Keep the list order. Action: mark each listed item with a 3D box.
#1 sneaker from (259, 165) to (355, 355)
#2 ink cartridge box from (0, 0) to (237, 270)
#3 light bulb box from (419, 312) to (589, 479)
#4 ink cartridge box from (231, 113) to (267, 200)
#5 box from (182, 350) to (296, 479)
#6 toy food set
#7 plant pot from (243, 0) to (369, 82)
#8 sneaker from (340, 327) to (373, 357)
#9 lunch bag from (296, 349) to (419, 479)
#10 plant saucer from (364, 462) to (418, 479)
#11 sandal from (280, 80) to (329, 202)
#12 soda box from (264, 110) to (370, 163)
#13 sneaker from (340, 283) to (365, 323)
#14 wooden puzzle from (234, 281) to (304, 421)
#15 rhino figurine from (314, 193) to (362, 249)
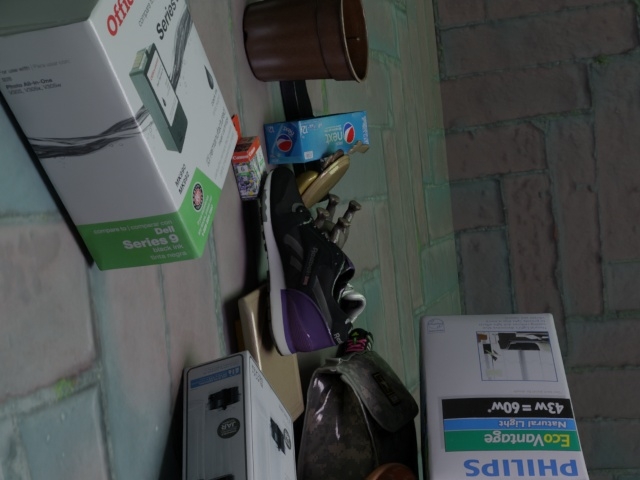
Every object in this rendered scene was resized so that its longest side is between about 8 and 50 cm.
[{"bbox_3d":[-0.011,0.023,1.532,0.107,0.124,0.283,48,33,-69],"label":"sneaker"},{"bbox_3d":[-0.198,-0.146,1.050,0.211,0.122,0.289,-79,157,-45],"label":"ink cartridge box"},{"bbox_3d":[0.275,0.363,1.674,0.361,0.225,0.358,-86,173,-54],"label":"light bulb box"},{"bbox_3d":[-0.106,-0.123,1.536,0.063,0.029,0.115,-66,148,-60],"label":"ink cartridge box"},{"bbox_3d":[-0.091,0.297,1.236,0.169,0.087,0.290,62,15,-46],"label":"box"},{"bbox_3d":[-0.003,-0.101,1.718,0.038,0.192,0.132,45,11,7],"label":"toy food set"},{"bbox_3d":[-0.023,-0.320,1.643,0.167,0.165,0.167,-5,90,-75],"label":"plant pot"},{"bbox_3d":[0.067,0.205,1.995,0.170,0.063,0.074,-2,88,-79],"label":"sneaker"},{"bbox_3d":[0.065,0.324,1.739,0.235,0.169,0.287,-3,90,-72],"label":"lunch bag"},{"bbox_3d":[0.091,0.430,1.570,0.200,0.037,0.200,-2,93,-55],"label":"plant saucer"},{"bbox_3d":[-0.017,-0.179,1.823,0.097,0.054,0.254,-66,147,-60],"label":"sandal"},{"bbox_3d":[-0.002,-0.171,1.736,0.210,0.071,0.067,-17,103,-55],"label":"soda box"},{"bbox_3d":[0.025,0.101,1.773,0.232,0.115,0.090,-67,148,-59],"label":"sneaker"},{"bbox_3d":[-0.077,0.174,1.542,0.239,0.044,0.221,-38,121,-77],"label":"wooden puzzle"},{"bbox_3d":[0.000,0.000,1.768,0.106,0.073,0.243,-61,175,22],"label":"rhino figurine"}]
